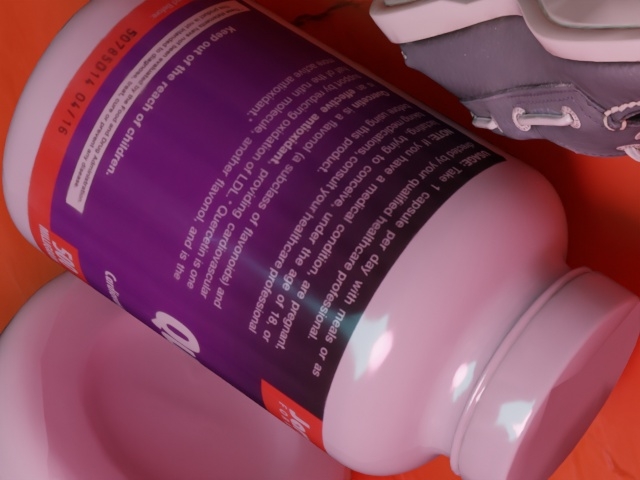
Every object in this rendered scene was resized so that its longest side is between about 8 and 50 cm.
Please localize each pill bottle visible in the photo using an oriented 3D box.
[{"bbox_3d":[-0.170,0.208,1.147,0.229,0.229,0.408,49,133,9],"label":"pill bottle"},{"bbox_3d":[0.000,0.000,0.936,0.323,0.181,0.181,33,129,22],"label":"pill bottle"}]

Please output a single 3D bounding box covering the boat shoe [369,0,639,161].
[{"bbox_3d":[0.134,-0.091,0.780,0.099,0.116,0.319,52,164,-21],"label":"boat shoe"}]
